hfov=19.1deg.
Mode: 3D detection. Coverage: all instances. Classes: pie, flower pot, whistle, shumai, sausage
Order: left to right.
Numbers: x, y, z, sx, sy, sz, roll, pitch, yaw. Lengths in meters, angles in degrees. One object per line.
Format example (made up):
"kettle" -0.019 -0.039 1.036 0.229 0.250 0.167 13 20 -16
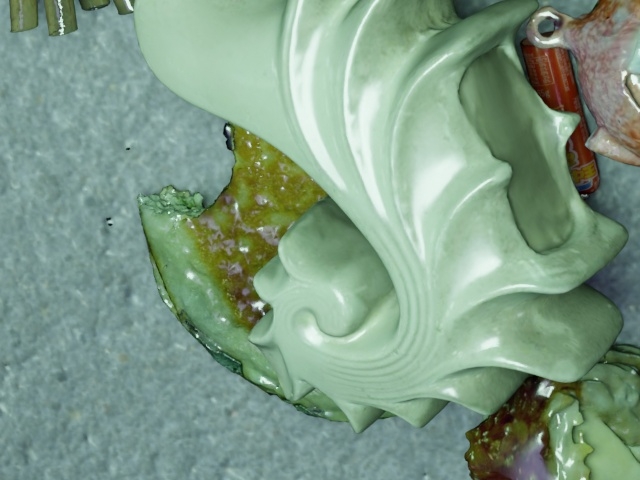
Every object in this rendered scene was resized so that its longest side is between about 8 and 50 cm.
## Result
"pie" 0.007 0.004 1.451 0.303 0.067 0.302 5 112 14
"flower pot" 0.042 -0.058 1.289 0.254 0.164 0.367 -14 102 35
"sausage" 0.177 -0.087 1.383 0.034 0.034 0.129 -10 107 20
"shumai" 0.200 0.169 1.417 0.184 0.142 0.184 7 113 18
"whistle" 0.308 -0.104 1.290 0.346 0.133 0.142 15 73 2

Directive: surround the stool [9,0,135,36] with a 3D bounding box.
"stool" -0.217 -0.218 1.404 0.217 0.125 0.121 0 113 27
